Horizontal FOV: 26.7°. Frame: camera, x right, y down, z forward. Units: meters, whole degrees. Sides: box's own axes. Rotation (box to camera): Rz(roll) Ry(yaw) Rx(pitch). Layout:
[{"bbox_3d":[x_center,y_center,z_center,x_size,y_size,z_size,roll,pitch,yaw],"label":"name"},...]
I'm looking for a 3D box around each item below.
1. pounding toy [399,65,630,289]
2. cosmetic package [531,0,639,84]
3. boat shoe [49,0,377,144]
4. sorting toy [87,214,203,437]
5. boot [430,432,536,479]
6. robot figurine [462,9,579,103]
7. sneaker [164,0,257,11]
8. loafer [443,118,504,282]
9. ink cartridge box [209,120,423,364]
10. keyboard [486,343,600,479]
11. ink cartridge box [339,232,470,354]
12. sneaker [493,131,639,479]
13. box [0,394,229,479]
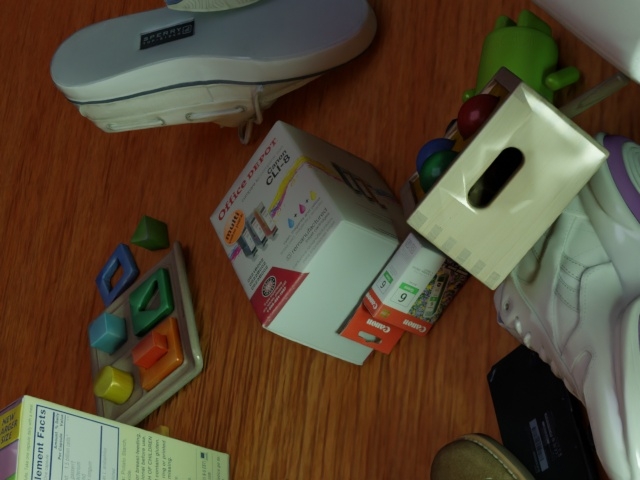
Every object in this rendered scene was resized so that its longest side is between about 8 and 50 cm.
[{"bbox_3d":[0.144,-0.082,1.024,0.181,0.094,0.206,-51,7,10],"label":"pounding toy"},{"bbox_3d":[0.287,-0.255,0.855,0.329,0.327,0.393,-55,37,16],"label":"cosmetic package"},{"bbox_3d":[-0.101,-0.176,1.477,0.367,0.156,0.135,-11,53,16],"label":"boat shoe"},{"bbox_3d":[-0.212,0.118,1.520,0.196,0.047,0.347,-43,42,28],"label":"sorting toy"},{"bbox_3d":[0.113,0.263,0.955,0.305,0.115,0.112,-104,27,-42],"label":"boot"},{"bbox_3d":[0.169,-0.138,1.161,0.101,0.067,0.115,-7,66,41],"label":"robot figurine"},{"bbox_3d":[-0.048,-0.365,1.440,0.316,0.127,0.182,-22,33,5],"label":"sneaker"},{"bbox_3d":[0.138,-0.026,1.157,0.061,0.062,0.170,117,154,-44],"label":"loafer"},{"bbox_3d":[0.000,0.000,1.248,0.128,0.127,0.176,-53,37,18],"label":"ink cartridge box"},{"bbox_3d":[0.184,0.149,1.024,0.108,0.023,0.180,-44,42,37],"label":"keyboard"},{"bbox_3d":[0.074,0.054,1.178,0.115,0.063,0.029,-56,35,15],"label":"ink cartridge box"},{"bbox_3d":[0.205,0.068,0.977,0.152,0.114,0.305,-38,35,35],"label":"sneaker"},{"bbox_3d":[-0.246,0.268,1.316,0.213,0.243,0.117,-31,49,38],"label":"box"}]
